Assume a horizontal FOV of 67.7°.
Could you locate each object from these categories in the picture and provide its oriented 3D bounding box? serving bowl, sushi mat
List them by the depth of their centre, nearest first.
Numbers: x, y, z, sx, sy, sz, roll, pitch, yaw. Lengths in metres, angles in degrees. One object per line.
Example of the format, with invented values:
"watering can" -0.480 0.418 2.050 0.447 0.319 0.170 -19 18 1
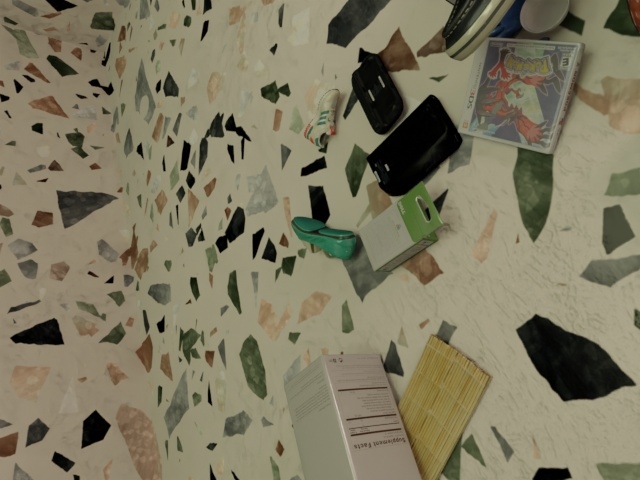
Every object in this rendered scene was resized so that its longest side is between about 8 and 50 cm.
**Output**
"serving bowl" 0.395 -0.400 0.831 0.083 0.027 0.083 -7 80 48
"sushi mat" 0.231 0.365 1.000 0.151 0.019 0.317 38 115 45

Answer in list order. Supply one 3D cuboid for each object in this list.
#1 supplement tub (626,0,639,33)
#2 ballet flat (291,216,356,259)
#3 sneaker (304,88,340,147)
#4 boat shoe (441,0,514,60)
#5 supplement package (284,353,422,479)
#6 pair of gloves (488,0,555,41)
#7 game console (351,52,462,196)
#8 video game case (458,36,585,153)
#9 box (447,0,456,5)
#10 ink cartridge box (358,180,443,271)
"supplement tub" 0.534 -0.361 0.638 0.197 0.106 0.106 -8 81 49
"ballet flat" 0.000 0.000 1.254 0.247 0.083 0.087 21 117 50
"sneaker" 0.022 -0.322 1.279 0.075 0.057 0.161 46 121 21
"boat shoe" 0.286 -0.543 0.751 0.187 0.156 0.500 -89 17 -75
"supplement package" 0.063 0.421 1.048 0.177 0.175 0.293 -47 47 38
"pair of gloves" 0.367 -0.376 0.896 0.159 0.023 0.198 -2 85 49
"game console" 0.169 -0.295 1.107 0.213 0.044 0.361 -41 58 37
"video game case" 0.356 -0.271 0.876 0.201 0.023 0.184 30 121 46
"box" 0.359 -0.640 0.887 0.293 0.073 0.296 -2 87 47
"ink cartridge box" 0.186 -0.025 1.048 0.209 0.062 0.109 -40 58 40
